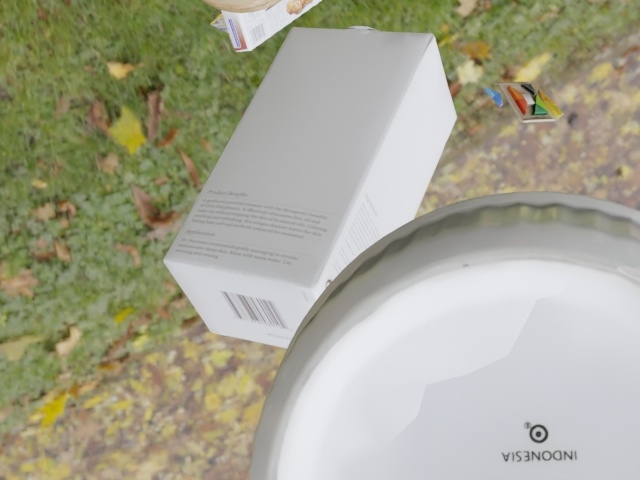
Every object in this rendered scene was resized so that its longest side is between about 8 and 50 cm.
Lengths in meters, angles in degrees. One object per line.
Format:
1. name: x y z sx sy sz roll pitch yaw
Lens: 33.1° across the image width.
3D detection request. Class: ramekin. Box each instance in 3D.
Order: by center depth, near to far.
1. ramekin: 0.092 0.109 0.476 0.273 0.272 0.127 -36 171 8

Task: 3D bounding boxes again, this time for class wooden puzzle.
1. wooden puzzle: 0.269 -0.183 1.405 0.116 0.078 0.014 -17 154 -45

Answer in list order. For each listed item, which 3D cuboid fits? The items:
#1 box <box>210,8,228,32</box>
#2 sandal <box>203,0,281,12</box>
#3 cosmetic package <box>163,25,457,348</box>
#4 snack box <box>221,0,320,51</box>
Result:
1. box: -0.112 -0.348 1.601 0.059 0.169 0.054 24 82 -16
2. sandal: -0.058 -0.231 0.574 0.088 0.240 0.079 -14 145 15
3. cosmetic package: 0.001 -0.067 1.238 0.365 0.197 0.155 -63 147 -29
4. snack box: -0.027 -0.233 0.959 0.178 0.022 0.064 -44 126 -42
